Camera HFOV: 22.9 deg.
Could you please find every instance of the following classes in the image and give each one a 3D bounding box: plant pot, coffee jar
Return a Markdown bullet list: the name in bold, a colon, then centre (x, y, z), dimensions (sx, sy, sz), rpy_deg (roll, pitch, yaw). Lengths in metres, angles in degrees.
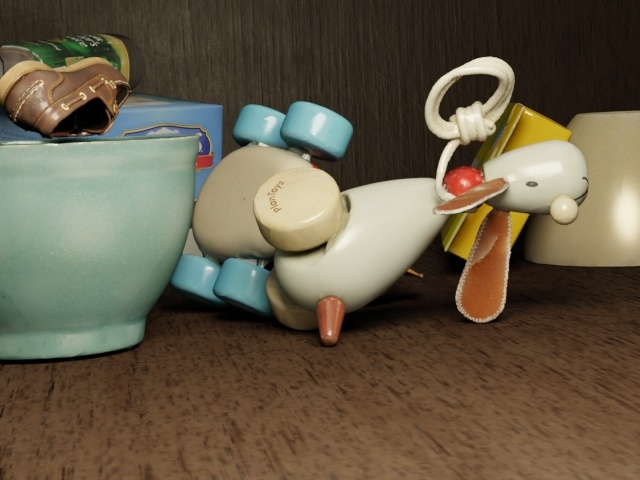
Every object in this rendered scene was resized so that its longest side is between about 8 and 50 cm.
- **plant pot**: centre (-0.255, 0.004, 1.469), dimensions (0.293, 0.196, 0.293), rpy_deg (-2, 6, 0)
- **plant pot**: centre (0.404, -0.075, 2.079), dimensions (0.284, 0.190, 0.284), rpy_deg (-2, 4, 0)
- **coffee jar**: centre (-0.316, -0.219, 2.004), dimensions (0.096, 0.079, 0.184), rpy_deg (11, 17, 37)

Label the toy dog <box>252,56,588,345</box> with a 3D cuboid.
- **toy dog**: centre (0.092, 0.004, 1.469), dimensions (0.334, 0.161, 0.220), rpy_deg (-30, -43, 13)

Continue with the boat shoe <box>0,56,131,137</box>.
- **boat shoe**: centre (-0.229, -0.125, 1.486), dimensions (0.073, 0.073, 0.207), rpy_deg (37, 19, 11)

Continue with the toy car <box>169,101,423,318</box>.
- **toy car**: centre (0.000, 0.000, 1.704), dimensions (0.238, 0.219, 0.210), rpy_deg (28, -11, -28)

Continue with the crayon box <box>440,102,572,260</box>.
- **crayon box**: centre (0.229, -0.069, 1.998), dimensions (0.081, 0.202, 0.318), rpy_deg (28, 7, 1)

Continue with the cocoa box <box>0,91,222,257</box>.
- **cocoa box**: centre (-0.324, -0.087, 2.129), dimensions (0.231, 0.227, 0.347), rpy_deg (-7, 14, -43)
